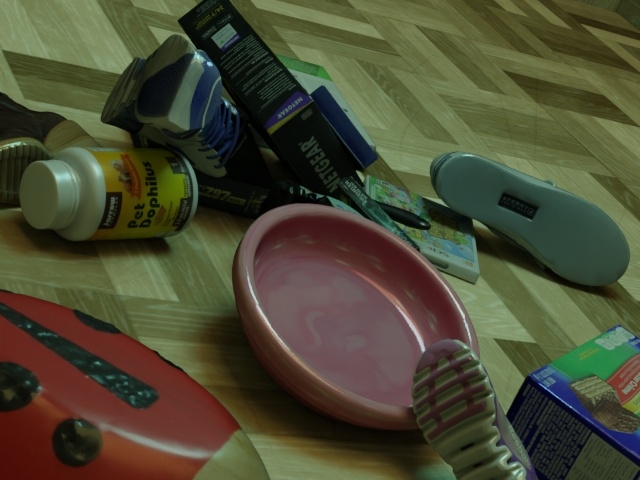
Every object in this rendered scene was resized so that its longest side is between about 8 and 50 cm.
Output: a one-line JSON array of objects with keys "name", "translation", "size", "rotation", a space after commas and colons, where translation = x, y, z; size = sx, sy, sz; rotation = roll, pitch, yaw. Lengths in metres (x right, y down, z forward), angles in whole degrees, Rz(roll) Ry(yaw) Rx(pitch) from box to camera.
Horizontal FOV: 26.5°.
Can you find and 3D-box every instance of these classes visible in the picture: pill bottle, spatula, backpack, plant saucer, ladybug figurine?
[{"name": "pill bottle", "translation": [-0.267, -0.059, 1.717], "size": [0.215, 0.117, 0.117], "rotation": [-4, 37, -46]}, {"name": "spatula", "translation": [0.058, -0.078, 2.117], "size": [0.296, 0.030, 0.084], "rotation": [32, 22, 34]}, {"name": "backpack", "translation": [0.000, 0.000, 1.829], "size": [0.182, 0.152, 0.115], "rotation": [18, 20, -29]}, {"name": "plant saucer", "translation": [0.034, 0.101, 1.648], "size": [0.332, 0.084, 0.332], "rotation": [22, 39, -19]}, {"name": "ladybug figurine", "translation": [-0.226, 0.178, 1.222], "size": [0.449, 0.162, 0.305], "rotation": [28, 25, 8]}]

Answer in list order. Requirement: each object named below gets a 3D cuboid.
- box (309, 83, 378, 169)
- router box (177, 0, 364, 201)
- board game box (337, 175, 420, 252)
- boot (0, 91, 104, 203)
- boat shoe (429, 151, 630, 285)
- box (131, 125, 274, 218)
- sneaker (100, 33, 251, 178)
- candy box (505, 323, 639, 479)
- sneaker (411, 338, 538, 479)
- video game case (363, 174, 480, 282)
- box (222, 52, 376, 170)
[{"name": "box", "translation": [0.029, -0.167, 2.044], "size": [0.136, 0.036, 0.225], "rotation": [52, 0, -4]}, {"name": "router box", "translation": [-0.067, -0.196, 1.991], "size": [0.243, 0.081, 0.309], "rotation": [51, -1, 25]}, {"name": "board game box", "translation": [0.085, 0.007, 1.916], "size": [0.026, 0.126, 0.186], "rotation": [-26, 45, -16]}, {"name": "boot", "translation": [-0.427, -0.130, 1.780], "size": [0.206, 0.090, 0.248], "rotation": [27, 21, 26]}, {"name": "boat shoe", "translation": [0.335, -0.044, 2.250], "size": [0.367, 0.136, 0.156], "rotation": [24, 9, -12]}, {"name": "box", "translation": [-0.178, -0.128, 2.012], "size": [0.183, 0.059, 0.233], "rotation": [15, 27, -23]}, {"name": "sneaker", "translation": [-0.162, -0.172, 1.810], "size": [0.182, 0.128, 0.315], "rotation": [26, -7, -22]}, {"name": "candy box", "translation": [0.419, 0.265, 1.691], "size": [0.317, 0.122, 0.268], "rotation": [37, 31, 25]}, {"name": "sneaker", "translation": [0.182, 0.223, 1.537], "size": [0.236, 0.095, 0.104], "rotation": [67, 21, 7]}, {"name": "video game case", "translation": [0.156, -0.022, 2.153], "size": [0.193, 0.023, 0.212], "rotation": [22, 24, -7]}, {"name": "box", "translation": [-0.059, -0.241, 2.359], "size": [0.232, 0.058, 0.322], "rotation": [13, 28, -25]}]
